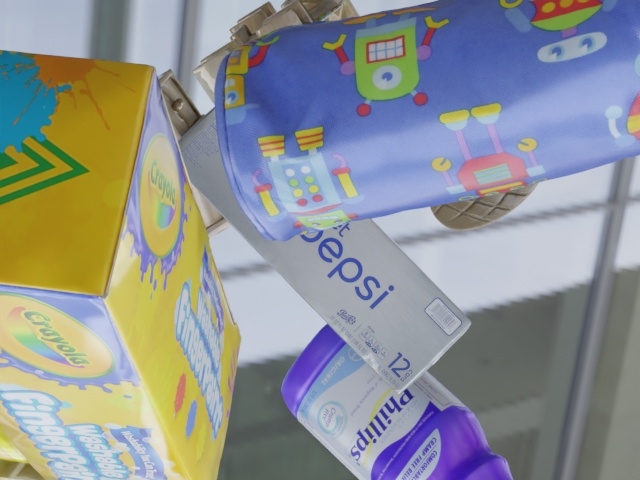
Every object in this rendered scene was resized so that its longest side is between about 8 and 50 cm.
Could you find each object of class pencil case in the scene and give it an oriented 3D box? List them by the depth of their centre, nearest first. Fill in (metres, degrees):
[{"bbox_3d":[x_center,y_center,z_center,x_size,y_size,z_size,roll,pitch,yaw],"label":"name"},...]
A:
[{"bbox_3d":[0.090,-0.094,1.105,0.306,0.133,0.119,-14,159,15],"label":"pencil case"}]

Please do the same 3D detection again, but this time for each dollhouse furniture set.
[{"bbox_3d":[-0.057,-0.138,1.937,0.242,0.161,0.212,-30,-168,18],"label":"dollhouse furniture set"}]

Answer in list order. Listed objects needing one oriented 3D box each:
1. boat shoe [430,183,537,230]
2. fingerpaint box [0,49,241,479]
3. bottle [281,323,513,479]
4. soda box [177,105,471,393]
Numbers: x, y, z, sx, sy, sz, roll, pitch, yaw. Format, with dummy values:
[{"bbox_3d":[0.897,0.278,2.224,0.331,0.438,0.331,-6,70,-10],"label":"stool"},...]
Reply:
[{"bbox_3d":[0.159,-0.077,1.507,0.064,0.178,0.060,43,-155,-1],"label":"boat shoe"},{"bbox_3d":[-0.268,0.036,1.292,0.371,0.445,0.163,7,-113,7],"label":"fingerpaint box"},{"bbox_3d":[0.091,0.194,1.763,0.283,0.118,0.092,43,-169,27],"label":"bottle"},{"bbox_3d":[0.000,0.000,1.632,0.286,0.091,0.098,46,180,3],"label":"soda box"}]
